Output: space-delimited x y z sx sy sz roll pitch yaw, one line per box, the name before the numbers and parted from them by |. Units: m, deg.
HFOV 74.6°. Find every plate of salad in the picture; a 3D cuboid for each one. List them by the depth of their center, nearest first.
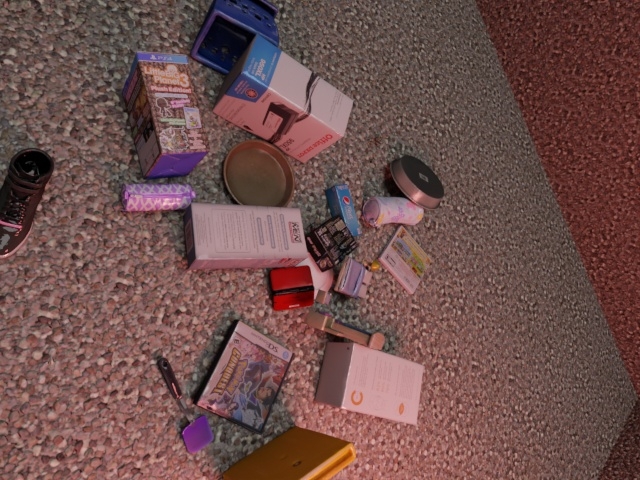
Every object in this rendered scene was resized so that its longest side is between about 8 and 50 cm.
plate of salad | -0.043 0.116 1.528 0.199 0.048 0.200 8 74 -30

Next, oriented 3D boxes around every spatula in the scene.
spatula | -0.400 0.475 1.219 0.084 0.030 0.297 -28 95 -41

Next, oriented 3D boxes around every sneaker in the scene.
sneaker | -0.756 -0.105 1.045 0.104 0.146 0.296 22 69 -30

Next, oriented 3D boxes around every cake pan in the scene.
cake pan | 0.437 -0.266 1.863 0.293 0.054 0.293 23 43 -24

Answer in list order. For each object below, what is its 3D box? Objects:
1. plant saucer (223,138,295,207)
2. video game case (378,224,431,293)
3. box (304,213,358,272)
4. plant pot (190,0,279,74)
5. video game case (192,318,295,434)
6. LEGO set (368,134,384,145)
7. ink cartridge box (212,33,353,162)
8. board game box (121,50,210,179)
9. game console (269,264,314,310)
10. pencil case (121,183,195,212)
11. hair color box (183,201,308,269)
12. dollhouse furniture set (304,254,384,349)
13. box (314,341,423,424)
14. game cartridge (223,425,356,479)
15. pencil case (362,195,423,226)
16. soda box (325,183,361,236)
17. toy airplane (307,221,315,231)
plant saucer | -0.218 -0.222 1.495 0.277 0.041 0.278 8 76 -32
video game case | 0.370 0.083 1.826 0.227 0.026 0.206 47 59 -15
box | 0.037 0.008 1.543 0.148 0.077 0.180 58 40 -6
plant pot | -0.287 -0.731 1.455 0.235 0.236 0.212 18 63 -30
video game case | -0.229 0.429 1.325 0.248 0.035 0.275 39 59 -27
LEGO set | 0.247 -0.445 1.870 0.083 0.023 0.054 -1 77 -20
ink cartridge box | -0.129 -0.466 1.459 0.394 0.285 0.167 25 68 -26
board game box | -0.464 -0.358 1.246 0.141 0.232 0.291 -13 87 -36
game console | -0.099 0.166 1.459 0.143 0.085 0.124 -6 127 -14
pencil case | -0.491 -0.132 1.263 0.205 0.088 0.087 -7 82 -35
hair color box | -0.238 -0.011 1.365 0.374 0.113 0.186 0 69 -31
dollhouse furniture set | 0.135 0.189 1.445 0.286 0.198 0.304 36 71 -61
box | 0.182 0.513 1.515 0.345 0.168 0.215 25 67 -28
game cartridge | -0.098 0.644 1.204 0.285 0.323 0.053 -18 87 -35
pencil case | 0.311 -0.123 1.778 0.272 0.113 0.124 -4 68 -35
soda box | 0.089 -0.111 1.654 0.067 0.071 0.210 -13 86 -37
toy airplane | 0.000 0.000 1.596 0.151 0.028 0.151 9 73 -33
